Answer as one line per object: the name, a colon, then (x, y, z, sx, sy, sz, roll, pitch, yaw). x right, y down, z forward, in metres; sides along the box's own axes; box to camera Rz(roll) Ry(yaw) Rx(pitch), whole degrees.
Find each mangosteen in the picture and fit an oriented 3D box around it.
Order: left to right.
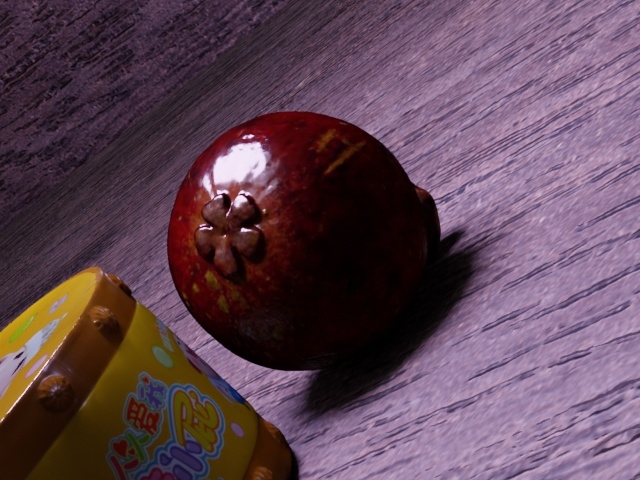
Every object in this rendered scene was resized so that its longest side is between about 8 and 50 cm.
mangosteen: (0.000, 0.000, 1.526, 0.215, 0.215, 0.257, -37, -20, 30)

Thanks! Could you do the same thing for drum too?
drum: (-0.237, 0.236, 1.429, 0.431, 0.214, 0.431, -42, 13, 13)
